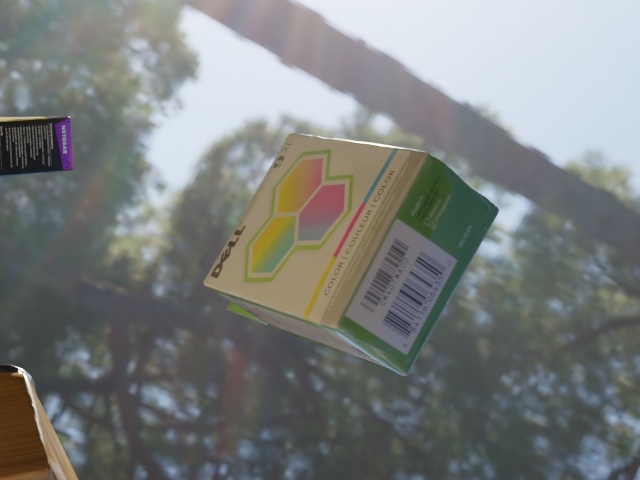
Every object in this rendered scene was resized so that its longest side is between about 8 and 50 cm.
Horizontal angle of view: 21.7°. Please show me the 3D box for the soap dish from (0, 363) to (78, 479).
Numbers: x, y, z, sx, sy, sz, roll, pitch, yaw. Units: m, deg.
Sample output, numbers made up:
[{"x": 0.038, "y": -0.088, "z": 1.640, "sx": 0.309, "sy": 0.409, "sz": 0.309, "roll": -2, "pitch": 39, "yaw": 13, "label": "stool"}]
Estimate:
[{"x": -0.210, "y": 0.172, "z": 0.687, "sx": 0.290, "sy": 0.229, "sz": 0.118, "roll": -11, "pitch": -139, "yaw": 7, "label": "soap dish"}]

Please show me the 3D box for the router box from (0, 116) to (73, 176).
[{"x": -0.290, "y": -0.072, "z": 1.300, "sx": 0.179, "sy": 0.133, "sz": 0.046, "roll": 6, "pitch": -80, "yaw": 56, "label": "router box"}]

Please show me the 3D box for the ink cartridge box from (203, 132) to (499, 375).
[{"x": 0.000, "y": 0.000, "z": 0.978, "sx": 0.209, "sy": 0.062, "sz": 0.109, "roll": 15, "pitch": -107, "yaw": 58, "label": "ink cartridge box"}]
